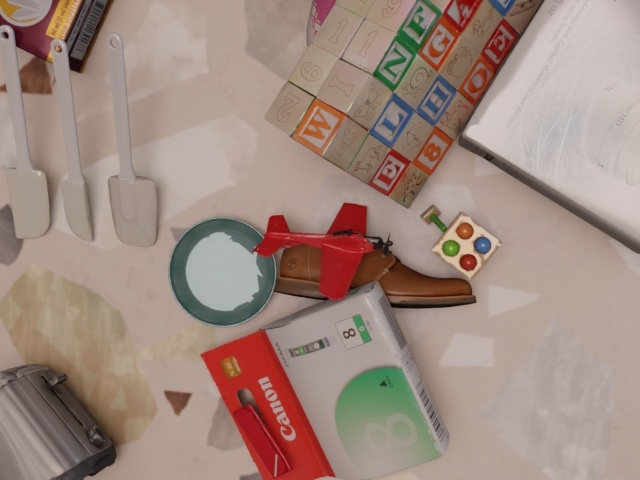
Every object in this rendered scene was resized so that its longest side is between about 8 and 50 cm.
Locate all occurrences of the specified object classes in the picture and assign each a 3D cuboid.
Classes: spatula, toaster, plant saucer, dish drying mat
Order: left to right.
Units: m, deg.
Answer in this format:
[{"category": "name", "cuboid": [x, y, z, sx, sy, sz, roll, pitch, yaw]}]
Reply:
[{"category": "toaster", "cuboid": [-0.344, 0.235, 1.095, 0.227, 0.129, 0.146, -36, 83, 8]}, {"category": "spatula", "cuboid": [-0.260, -0.107, 1.089, 0.168, 0.019, 0.242, 6, 115, 12]}, {"category": "plant saucer", "cuboid": [-0.105, 0.034, 1.113, 0.119, 0.021, 0.119, 0, 92, 6]}, {"category": "dish drying mat", "cuboid": [-0.062, 0.214, 1.087, 0.032, 0.008, 0.083, -34, 89, 42]}]

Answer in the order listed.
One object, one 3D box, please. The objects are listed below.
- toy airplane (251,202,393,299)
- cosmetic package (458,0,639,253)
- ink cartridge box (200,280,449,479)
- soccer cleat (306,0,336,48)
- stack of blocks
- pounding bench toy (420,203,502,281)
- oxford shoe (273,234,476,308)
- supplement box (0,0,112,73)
[{"category": "toy airplane", "cuboid": [0.000, 0.000, 1.047, 0.151, 0.151, 0.028, -5, 129, 7]}, {"category": "cosmetic package", "cuboid": [0.289, -0.136, 1.005, 0.225, 0.138, 0.224, 32, 95, 4]}, {"category": "ink cartridge box", "cuboid": [-0.004, 0.164, 1.049, 0.225, 0.056, 0.181, -23, 96, 21]}, {"category": "soccer cleat", "cuboid": [0.059, -0.336, 1.054, 0.143, 0.116, 0.331, 34, 99, 29]}, {"category": "stack of blocks", "cuboid": [0.096, -0.197, 1.000, 0.087, 0.171, 0.297, 36, 95, 37]}, {"category": "pounding bench toy", "cuboid": [0.138, -0.004, 1.060, 0.083, 0.065, 0.052, 39, 95, 5]}, {"category": "oxford shoe", "cuboid": [0.059, 0.032, 1.070, 0.212, 0.076, 0.076, 8, 83, 7]}, {"category": "supplement box", "cuboid": [-0.333, -0.268, 1.104, 0.188, 0.081, 0.104, 25, 94, 6]}]
